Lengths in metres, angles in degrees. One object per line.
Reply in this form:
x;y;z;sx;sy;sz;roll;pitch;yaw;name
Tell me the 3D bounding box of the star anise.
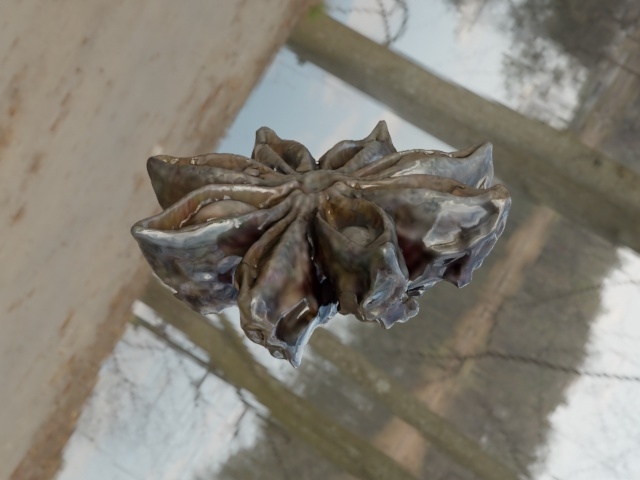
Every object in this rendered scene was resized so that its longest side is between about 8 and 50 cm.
-0.001;0.000;0.817;0.236;0.223;0.108;-23;124;-38;star anise
